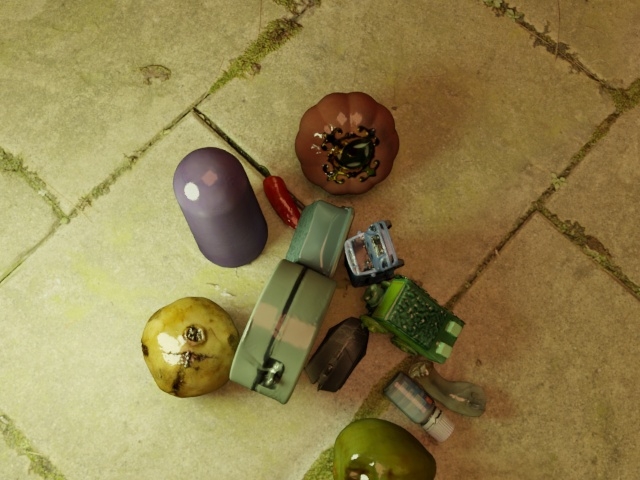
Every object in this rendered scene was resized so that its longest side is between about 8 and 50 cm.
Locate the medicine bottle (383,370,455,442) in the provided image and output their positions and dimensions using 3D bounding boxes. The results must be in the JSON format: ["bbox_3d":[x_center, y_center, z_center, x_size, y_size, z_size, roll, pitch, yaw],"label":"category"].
[{"bbox_3d":[0.266,0.451,1.390,0.203,0.083,0.083,44,78,8],"label":"medicine bottle"}]

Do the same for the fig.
[{"bbox_3d":[0.163,0.564,1.285,0.270,0.239,0.240,-1,75,-17],"label":"fig"}]

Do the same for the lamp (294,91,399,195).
[{"bbox_3d":[0.074,-0.284,1.495,0.305,0.306,0.240,-5,31,-3],"label":"lamp"}]

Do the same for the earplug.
[{"bbox_3d":[-0.257,-0.088,1.322,0.215,0.456,0.215,0,72,-1],"label":"earplug"}]

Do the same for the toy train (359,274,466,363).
[{"bbox_3d":[0.238,0.211,1.379,0.271,0.188,0.159,38,75,-17],"label":"toy train"}]

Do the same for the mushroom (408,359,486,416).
[{"bbox_3d":[0.340,0.400,1.398,0.223,0.081,0.092,28,108,-1],"label":"mushroom"}]

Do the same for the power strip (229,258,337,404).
[{"bbox_3d":[-0.095,0.229,1.294,0.161,0.357,0.358,23,76,2],"label":"power strip"}]

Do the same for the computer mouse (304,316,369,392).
[{"bbox_3d":[0.051,0.313,1.424,0.126,0.071,0.231,37,78,7],"label":"computer mouse"}]

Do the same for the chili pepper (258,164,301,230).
[{"bbox_3d":[-0.114,-0.117,1.539,0.071,0.063,0.272,-32,81,3],"label":"chili pepper"}]

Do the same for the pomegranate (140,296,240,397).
[{"bbox_3d":[-0.332,0.273,1.334,0.260,0.260,0.261,1,75,-2],"label":"pomegranate"}]

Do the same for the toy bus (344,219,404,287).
[{"bbox_3d":[0.133,0.047,1.384,0.133,0.292,0.126,-17,77,-4],"label":"toy bus"}]

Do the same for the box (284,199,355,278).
[{"bbox_3d":[0.000,0.000,1.449,0.130,0.162,0.227,25,75,-18],"label":"box"}]
